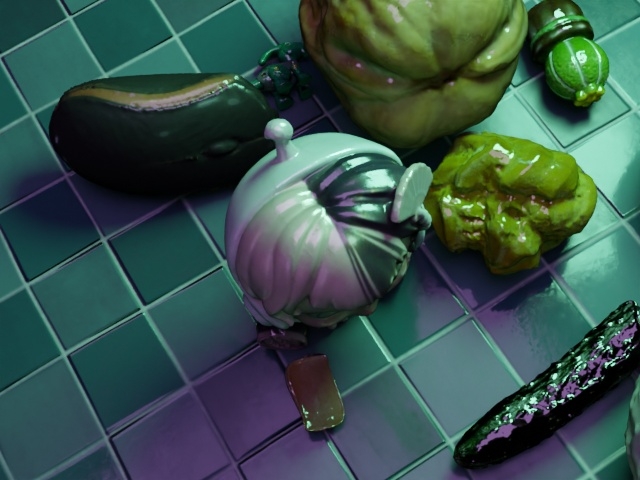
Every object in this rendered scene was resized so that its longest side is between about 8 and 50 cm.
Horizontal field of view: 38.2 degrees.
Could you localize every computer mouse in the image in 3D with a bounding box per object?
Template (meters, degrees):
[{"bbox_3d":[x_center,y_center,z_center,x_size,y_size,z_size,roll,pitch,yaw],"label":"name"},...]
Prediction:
[{"bbox_3d":[-0.216,-0.141,1.278,0.323,0.183,0.116,-3,44,3],"label":"computer mouse"}]

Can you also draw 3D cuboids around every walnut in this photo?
[{"bbox_3d":[0.118,-0.303,1.253,0.306,0.306,0.344,-9,42,1],"label":"walnut"}]

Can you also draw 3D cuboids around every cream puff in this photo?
[{"bbox_3d":[0.243,-0.046,1.213,0.221,0.194,0.194,15,70,15],"label":"cream puff"}]

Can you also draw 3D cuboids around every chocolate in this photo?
[{"bbox_3d":[-0.007,0.201,1.203,0.065,0.031,0.100,-18,67,-15],"label":"chocolate"}]

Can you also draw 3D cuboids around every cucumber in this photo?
[{"bbox_3d":[0.295,0.194,1.161,0.303,0.081,0.072,-37,27,-6],"label":"cucumber"}]

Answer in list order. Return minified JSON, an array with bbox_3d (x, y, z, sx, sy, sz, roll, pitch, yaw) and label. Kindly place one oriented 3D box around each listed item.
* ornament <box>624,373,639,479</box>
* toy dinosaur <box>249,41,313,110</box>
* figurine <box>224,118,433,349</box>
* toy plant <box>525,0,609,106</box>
[{"bbox_3d":[0.510,0.218,1.008,0.337,0.337,0.337,-2,68,4],"label":"ornament"},{"bbox_3d":[-0.064,-0.250,1.382,0.132,0.059,0.096,-22,59,-14],"label":"toy dinosaur"},{"bbox_3d":[-0.006,0.007,1.114,0.211,0.361,0.253,41,80,7],"label":"figurine"},{"bbox_3d":[0.358,-0.268,1.335,0.093,0.093,0.162,-20,71,-4],"label":"toy plant"}]
